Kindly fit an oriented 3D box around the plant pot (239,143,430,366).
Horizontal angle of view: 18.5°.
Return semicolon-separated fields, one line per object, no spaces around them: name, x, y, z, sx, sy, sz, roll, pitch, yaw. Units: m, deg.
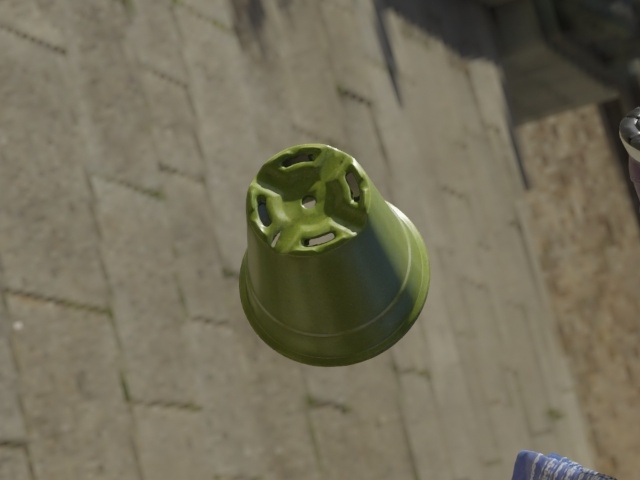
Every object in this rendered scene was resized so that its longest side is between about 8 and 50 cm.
plant pot;0.000;0.000;0.810;0.079;0.083;0.083;69;13;-64

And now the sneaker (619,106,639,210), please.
sneaker;0.329;-0.002;1.443;0.283;0.107;0.124;-132;-156;-55

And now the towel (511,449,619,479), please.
towel;0.152;0.281;1.533;0.243;0.040;0.336;-62;-176;-4
